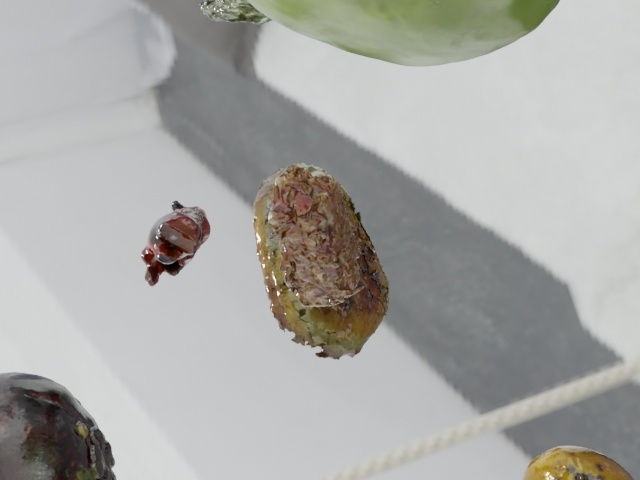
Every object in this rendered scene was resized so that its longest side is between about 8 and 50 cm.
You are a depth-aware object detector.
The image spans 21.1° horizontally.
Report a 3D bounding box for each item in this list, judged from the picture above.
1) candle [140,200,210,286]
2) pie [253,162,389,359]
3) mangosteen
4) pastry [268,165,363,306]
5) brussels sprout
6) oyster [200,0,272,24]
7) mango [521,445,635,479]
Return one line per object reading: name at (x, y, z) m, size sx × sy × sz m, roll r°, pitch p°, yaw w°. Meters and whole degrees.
candle at (-0.152, -0.009, 1.865) m, size 0.059 × 0.084 × 0.301 m, roll 45°, pitch -172°, yaw -6°
pie at (0.003, 0.021, 2.380) m, size 0.086 × 0.308 × 0.308 m, roll -15°, pitch 93°, yaw 27°
mangosteen at (-0.352, 0.248, 1.756) m, size 0.231 × 0.289 × 0.231 m, roll 1°, pitch -90°, yaw -88°
pastry at (0.001, -0.002, 1.588) m, size 0.169 × 0.063 × 0.087 m, roll 71°, pitch -148°, yaw -54°
brussels sprout at (0.047, -0.266, 1.243) m, size 0.242 × 0.274 × 0.316 m, roll 97°, pitch 157°, yaw -54°
oyster at (-0.055, -0.217, 1.456) m, size 0.100 × 0.098 × 0.037 m, roll -103°, pitch 6°, yaw -54°
mango at (0.255, 0.257, 1.605) m, size 0.115 × 0.090 × 0.178 m, roll 8°, pitch 146°, yaw 42°
